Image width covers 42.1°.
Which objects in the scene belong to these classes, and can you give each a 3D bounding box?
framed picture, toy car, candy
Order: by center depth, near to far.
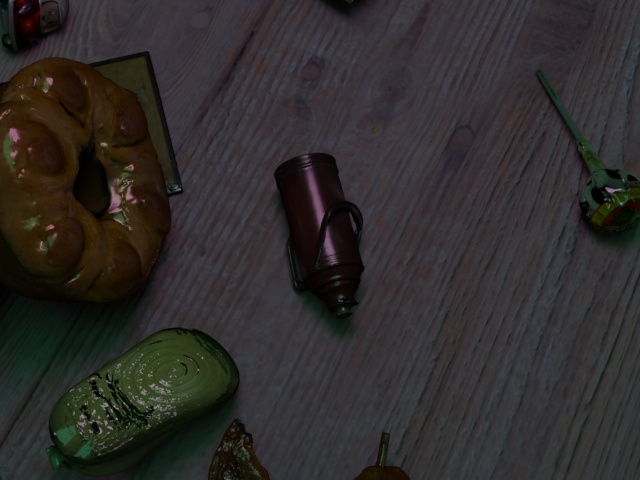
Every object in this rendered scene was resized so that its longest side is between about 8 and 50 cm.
[{"bbox_3d":[0.392,-0.144,1.264,0.091,0.083,0.306,-26,61,7],"label":"candy"},{"bbox_3d":[-0.401,-0.148,1.266,0.338,0.014,0.255,-14,69,-7],"label":"framed picture"},{"bbox_3d":[-0.457,-0.380,1.318,0.112,0.112,0.139,-11,59,-22],"label":"toy car"}]

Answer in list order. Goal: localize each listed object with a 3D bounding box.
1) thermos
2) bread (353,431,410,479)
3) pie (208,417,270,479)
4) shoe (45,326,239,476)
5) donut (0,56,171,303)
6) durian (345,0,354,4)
[{"bbox_3d":[0.001,0.001,1.178,0.124,0.099,0.232,-25,68,29],"label":"thermos"},{"bbox_3d":[0.060,0.409,1.019,0.124,0.084,0.344,17,67,-19],"label":"bread"},{"bbox_3d":[-0.094,0.333,1.072,0.088,0.033,0.191,-29,77,-5],"label":"pie"},{"bbox_3d":[-0.234,0.203,1.073,0.262,0.128,0.140,-27,79,-42],"label":"shoe"},{"bbox_3d":[-0.327,-0.070,1.094,0.150,0.299,0.317,-15,51,32],"label":"donut"},{"bbox_3d":[0.019,-0.579,1.364,0.163,0.198,0.394,-12,68,-44],"label":"durian"}]
